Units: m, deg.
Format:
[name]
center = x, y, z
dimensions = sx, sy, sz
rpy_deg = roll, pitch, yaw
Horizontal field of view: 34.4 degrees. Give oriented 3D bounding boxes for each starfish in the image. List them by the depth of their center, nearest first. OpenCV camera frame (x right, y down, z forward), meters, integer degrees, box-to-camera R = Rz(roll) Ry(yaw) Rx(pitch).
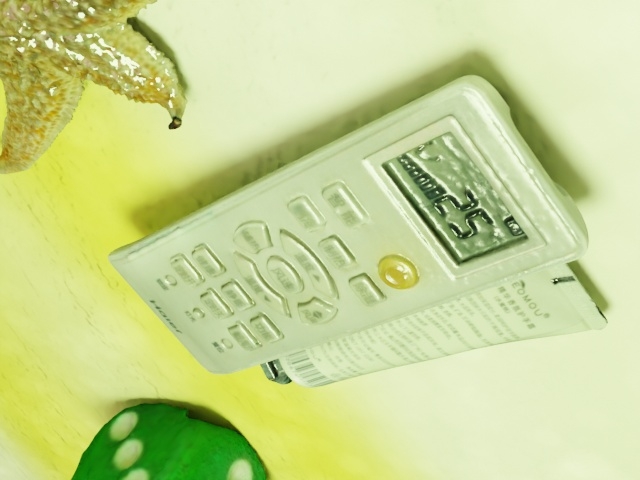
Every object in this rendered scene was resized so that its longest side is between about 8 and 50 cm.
[starfish]
center = -0.175, -0.129, 0.562
dimensions = 0.231, 0.048, 0.295
rpy_deg = 30, 146, -19

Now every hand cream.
[hand cream]
center = 0.054, 0.049, 0.629
dimensions = 0.234, 0.050, 0.080
rpy_deg = -19, 122, 39

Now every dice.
[dice]
center = -0.128, 0.221, 0.879
dimensions = 0.128, 0.120, 0.131
rpy_deg = -5, 134, 35

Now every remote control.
[remote control]
center = 0.000, 0.000, 0.599
dimensions = 0.313, 0.055, 0.109
rpy_deg = -23, 113, 41
